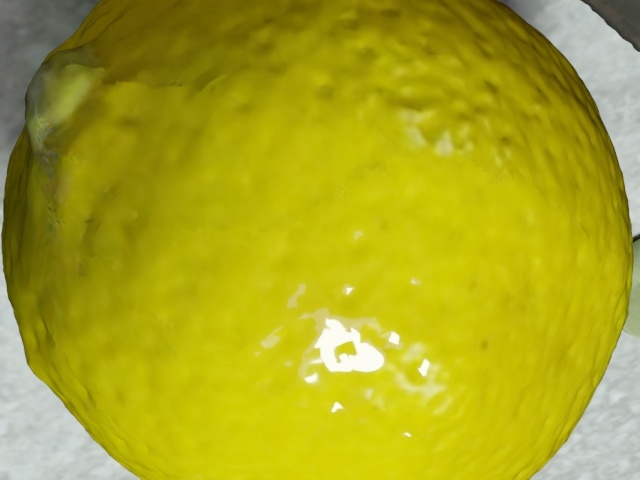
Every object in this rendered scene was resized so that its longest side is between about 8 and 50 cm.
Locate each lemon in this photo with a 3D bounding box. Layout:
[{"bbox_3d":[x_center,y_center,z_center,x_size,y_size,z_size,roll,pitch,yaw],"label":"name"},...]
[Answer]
[{"bbox_3d":[0.001,0.001,0.872,0.336,0.336,0.336,-10,132,-11],"label":"lemon"}]

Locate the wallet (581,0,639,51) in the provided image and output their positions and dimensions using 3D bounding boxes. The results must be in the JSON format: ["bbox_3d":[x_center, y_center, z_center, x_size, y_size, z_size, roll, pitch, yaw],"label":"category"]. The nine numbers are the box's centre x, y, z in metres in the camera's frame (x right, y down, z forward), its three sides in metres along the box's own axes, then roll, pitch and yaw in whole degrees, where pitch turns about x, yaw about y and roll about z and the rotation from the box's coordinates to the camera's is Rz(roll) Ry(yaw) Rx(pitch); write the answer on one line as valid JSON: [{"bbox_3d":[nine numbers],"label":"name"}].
[{"bbox_3d":[0.247,-0.245,0.924,0.309,0.042,0.165,-41,132,19],"label":"wallet"}]

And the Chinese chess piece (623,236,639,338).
[{"bbox_3d":[0.236,0.030,1.166,0.084,0.034,0.084,-11,134,-12],"label":"Chinese chess piece"}]
